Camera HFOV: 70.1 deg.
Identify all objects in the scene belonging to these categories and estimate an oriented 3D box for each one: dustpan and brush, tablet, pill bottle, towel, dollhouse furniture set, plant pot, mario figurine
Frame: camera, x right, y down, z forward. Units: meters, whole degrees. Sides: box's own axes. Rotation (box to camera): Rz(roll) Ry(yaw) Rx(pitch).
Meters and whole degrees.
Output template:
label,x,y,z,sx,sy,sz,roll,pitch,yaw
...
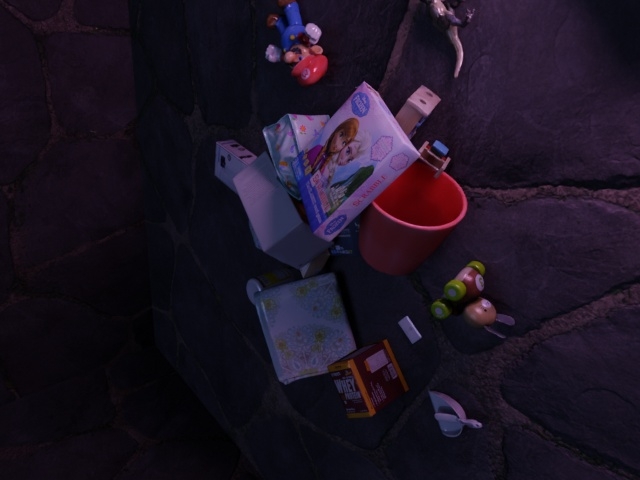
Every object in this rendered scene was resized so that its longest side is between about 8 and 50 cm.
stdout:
label,x,y,z,sx,sy,sz,roll,pitch,yaw
dustpan and brush,0.416,0.544,1.401,0.211,0.060,0.147,-18,90,51
tablet,0.292,0.293,1.493,0.083,0.006,0.054,56,138,18
pill bottle,-0.181,0.180,1.836,0.117,0.215,0.117,21,119,44
towel,-0.049,0.329,1.700,0.090,0.321,0.373,-80,-26,-82
dollhouse furniture set,0.288,-0.289,1.207,0.184,0.129,0.129,38,134,2
plant pot,0.225,-0.050,1.258,0.275,0.275,0.243,48,146,26
mario figurine,-0.093,-0.632,1.454,0.198,0.170,0.320,80,167,-71

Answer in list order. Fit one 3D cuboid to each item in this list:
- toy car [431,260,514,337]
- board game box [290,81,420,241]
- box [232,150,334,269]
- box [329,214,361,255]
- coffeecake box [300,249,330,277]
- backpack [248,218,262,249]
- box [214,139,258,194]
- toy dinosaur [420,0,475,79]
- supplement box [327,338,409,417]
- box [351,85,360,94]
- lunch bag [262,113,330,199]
label,x,y,z,sx,sy,sz,roll,pitch,yaw
toy car,0.418,0.173,1.197,0.188,0.155,0.148,40,132,21
board game box,0.069,-0.211,1.191,0.318,0.066,0.318,-44,40,24
box,-0.132,-0.103,1.576,0.168,0.215,0.345,-37,56,14
box,0.108,-0.040,1.538,0.233,0.059,0.183,0,103,50
coffeecake box,-0.046,0.023,1.692,0.185,0.068,0.142,66,148,32
backpack,-0.221,-0.052,1.875,0.152,0.115,0.181,-2,105,47
box,-0.335,-0.295,1.936,0.290,0.087,0.169,39,131,34
toy dinosaur,0.316,-0.544,1.108,0.118,0.064,0.267,-30,83,57
supplement box,0.162,0.473,1.564,0.129,0.194,0.191,-32,79,50
box,0.124,-0.369,1.366,0.116,0.029,0.161,-101,-1,-82
lunch bag,-0.039,-0.267,1.491,0.160,0.224,0.261,-18,91,41
